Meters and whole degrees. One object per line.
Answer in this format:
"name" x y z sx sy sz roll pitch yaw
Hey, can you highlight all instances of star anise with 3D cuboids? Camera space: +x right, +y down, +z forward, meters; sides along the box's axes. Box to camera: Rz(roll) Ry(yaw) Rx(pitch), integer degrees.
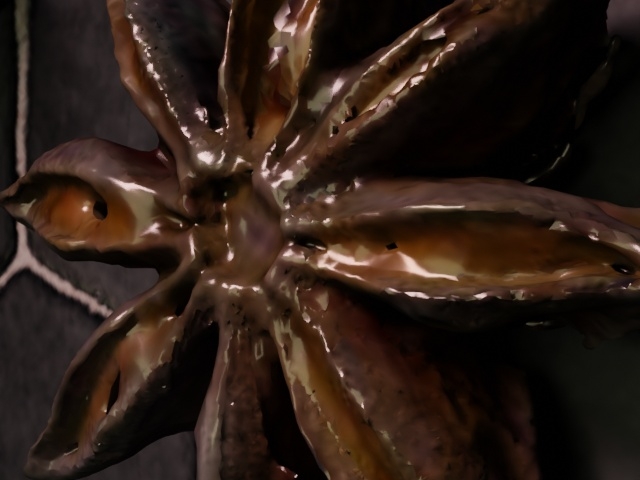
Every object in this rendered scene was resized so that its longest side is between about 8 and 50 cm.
"star anise" -0.002 -0.001 0.658 0.332 0.117 0.331 -6 79 34
